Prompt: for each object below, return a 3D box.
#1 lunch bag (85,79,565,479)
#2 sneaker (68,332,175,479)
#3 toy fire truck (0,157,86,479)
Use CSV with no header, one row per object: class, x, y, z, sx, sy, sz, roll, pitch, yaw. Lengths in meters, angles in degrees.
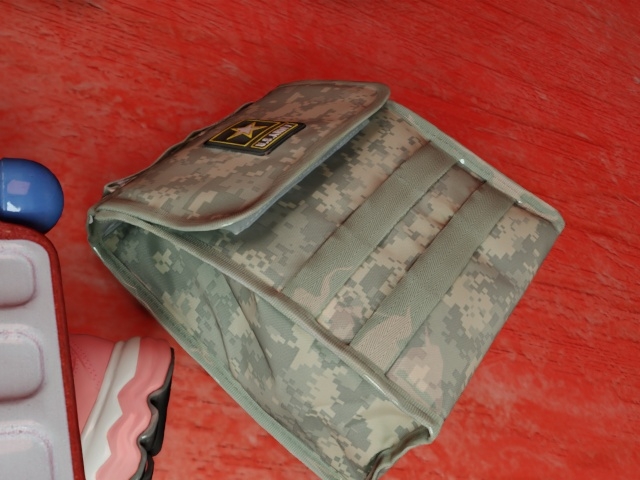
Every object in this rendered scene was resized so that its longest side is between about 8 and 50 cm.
lunch bag,0.000,0.000,0.546,0.287,0.169,0.235,38,50,10
sneaker,-0.179,0.177,0.368,0.136,0.116,0.314,15,46,-3
toy fire truck,-0.255,0.023,0.347,0.254,0.169,0.302,2,46,-28
